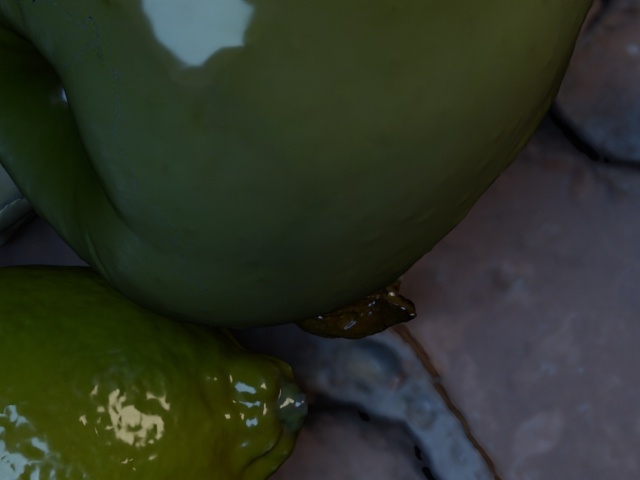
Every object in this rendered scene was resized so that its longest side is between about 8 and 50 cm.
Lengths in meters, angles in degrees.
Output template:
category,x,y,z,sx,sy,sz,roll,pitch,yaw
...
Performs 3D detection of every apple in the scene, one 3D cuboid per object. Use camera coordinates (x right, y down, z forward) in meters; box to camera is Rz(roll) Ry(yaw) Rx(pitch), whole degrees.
category,x,y,z,sx,sy,sz,roll,pitch,yaw
apple,-0.029,-0.108,0.730,0.279,0.279,0.279,0,89,19

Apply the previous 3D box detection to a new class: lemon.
category,x,y,z,sx,sy,sz,roll,pitch,yaw
lemon,-0.125,0.096,0.804,0.248,0.184,0.184,-21,82,6

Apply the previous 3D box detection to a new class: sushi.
category,x,y,z,sx,sy,sz,roll,pitch,yaw
sushi,-0.002,0.001,0.826,0.118,0.061,0.060,36,126,9

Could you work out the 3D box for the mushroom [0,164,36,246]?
category,x,y,z,sx,sy,sz,roll,pitch,yaw
mushroom,-0.184,-0.041,0.859,0.154,0.122,0.154,-23,39,20
